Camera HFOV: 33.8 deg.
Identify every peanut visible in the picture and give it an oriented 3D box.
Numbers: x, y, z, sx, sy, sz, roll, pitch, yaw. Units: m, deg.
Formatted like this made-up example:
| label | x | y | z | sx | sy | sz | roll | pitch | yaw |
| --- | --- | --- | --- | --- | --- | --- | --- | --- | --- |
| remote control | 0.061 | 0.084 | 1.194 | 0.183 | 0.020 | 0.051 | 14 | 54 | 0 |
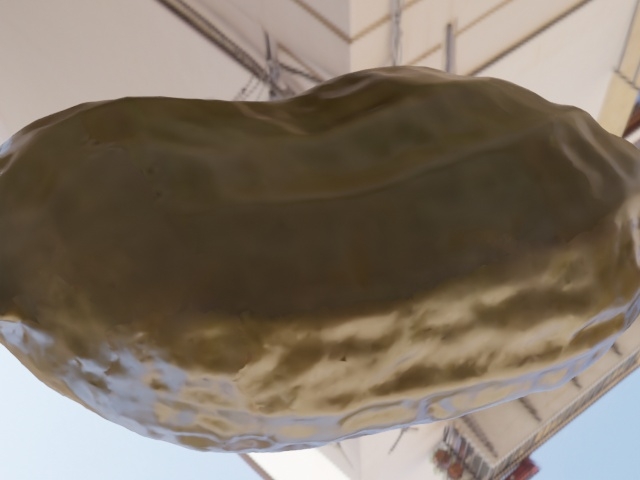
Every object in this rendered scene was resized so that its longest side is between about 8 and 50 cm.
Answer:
| label | x | y | z | sx | sy | sz | roll | pitch | yaw |
| --- | --- | --- | --- | --- | --- | --- | --- | --- | --- |
| peanut | 0.002 | 0.005 | 0.479 | 0.340 | 0.158 | 0.174 | -10 | -102 | -24 |
